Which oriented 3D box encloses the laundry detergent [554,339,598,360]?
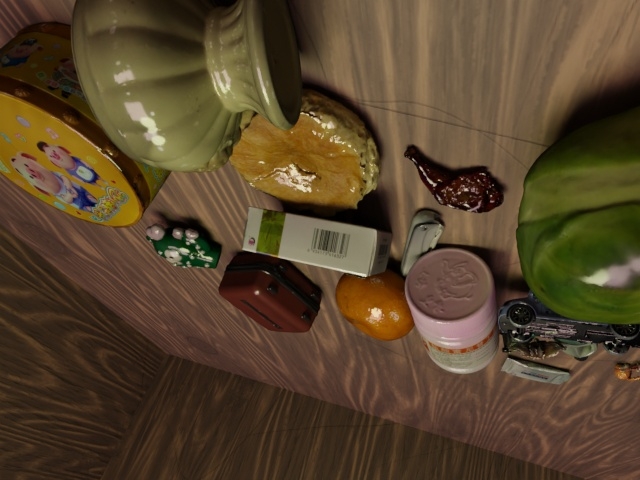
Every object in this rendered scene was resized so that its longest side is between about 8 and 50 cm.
[{"bbox_3d":[0.651,0.249,1.141,0.099,0.070,0.226,-6,139,37],"label":"laundry detergent"}]

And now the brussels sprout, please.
[{"bbox_3d":[0.450,-0.025,0.625,0.314,0.276,0.371,20,149,-4],"label":"brussels sprout"}]

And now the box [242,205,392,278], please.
[{"bbox_3d":[0.000,0.000,1.036,0.299,0.107,0.200,12,-177,18],"label":"box"}]

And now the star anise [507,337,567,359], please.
[{"bbox_3d":[0.557,0.283,1.162,0.129,0.056,0.124,-3,167,6],"label":"star anise"}]

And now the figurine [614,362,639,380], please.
[{"bbox_3d":[0.862,0.355,1.207,0.064,0.047,0.109,14,152,-37],"label":"figurine"}]

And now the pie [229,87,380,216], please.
[{"bbox_3d":[-0.042,-0.169,0.899,0.339,0.083,0.340,17,148,11],"label":"pie"}]

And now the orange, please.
[{"bbox_3d":[0.155,0.163,1.212,0.240,0.171,0.240,30,157,14],"label":"orange"}]

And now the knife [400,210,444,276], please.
[{"bbox_3d":[0.237,0.018,1.063,0.073,0.041,0.266,2,149,1],"label":"knife"}]

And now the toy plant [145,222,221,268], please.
[{"bbox_3d":[-0.446,0.022,1.437,0.243,0.113,0.233,6,149,15],"label":"toy plant"}]

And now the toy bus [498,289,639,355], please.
[{"bbox_3d":[0.560,0.163,1.001,0.292,0.133,0.125,2,150,26],"label":"toy bus"}]

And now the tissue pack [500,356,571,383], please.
[{"bbox_3d":[0.696,0.425,1.441,0.192,0.026,0.123,12,149,17],"label":"tissue pack"}]

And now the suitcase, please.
[{"bbox_3d":[-0.161,0.173,1.450,0.236,0.161,0.297,-7,141,41],"label":"suitcase"}]

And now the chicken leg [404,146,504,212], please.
[{"bbox_3d":[0.249,-0.110,0.844,0.204,0.053,0.093,14,127,0],"label":"chicken leg"}]

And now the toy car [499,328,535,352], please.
[{"bbox_3d":[0.545,0.257,1.228,0.062,0.071,0.165,2,147,5],"label":"toy car"}]

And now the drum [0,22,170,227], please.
[{"bbox_3d":[-0.531,-0.233,0.981,0.430,0.214,0.431,15,149,10],"label":"drum"}]

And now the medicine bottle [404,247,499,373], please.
[{"bbox_3d":[0.334,0.184,1.103,0.202,0.202,0.316,4,148,27],"label":"medicine bottle"}]

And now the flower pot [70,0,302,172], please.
[{"bbox_3d":[-0.165,-0.253,0.656,0.243,0.308,0.307,-3,144,13],"label":"flower pot"}]
